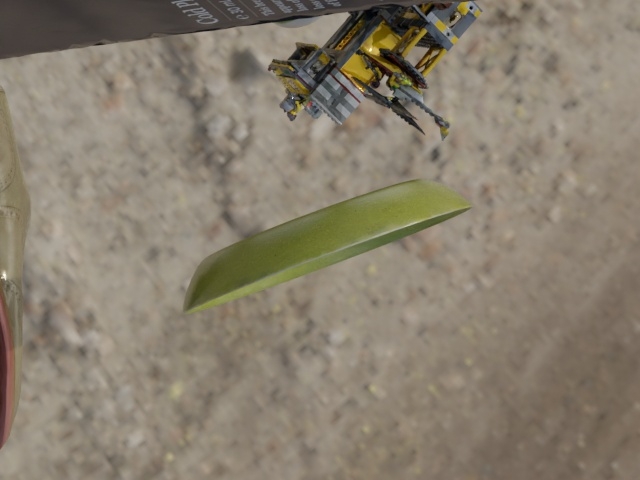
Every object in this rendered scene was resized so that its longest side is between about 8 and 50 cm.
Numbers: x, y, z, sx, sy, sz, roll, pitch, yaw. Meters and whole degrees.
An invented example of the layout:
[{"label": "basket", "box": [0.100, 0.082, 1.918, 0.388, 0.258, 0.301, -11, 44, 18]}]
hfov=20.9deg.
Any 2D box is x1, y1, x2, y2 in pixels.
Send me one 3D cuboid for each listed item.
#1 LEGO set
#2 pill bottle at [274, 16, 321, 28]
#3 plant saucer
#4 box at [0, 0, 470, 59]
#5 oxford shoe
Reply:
[{"label": "LEGO set", "box": [0.003, -0.229, 1.793, 0.255, 0.331, 0.192, 43, 84, -27]}, {"label": "pill bottle", "box": [-0.089, -0.267, 1.289, 0.246, 0.136, 0.136, 24, 109, -33]}, {"label": "plant saucer", "box": [0.000, 0.000, 1.350, 0.241, 0.037, 0.241, -20, 177, -1]}, {"label": "box", "box": [-0.118, -0.209, 0.681, 0.313, 0.178, 0.343, -7, 167, 14]}, {"label": "oxford shoe", "box": [-0.297, 0.025, 1.542, 0.130, 0.123, 0.348, -42, 140, -55]}]
